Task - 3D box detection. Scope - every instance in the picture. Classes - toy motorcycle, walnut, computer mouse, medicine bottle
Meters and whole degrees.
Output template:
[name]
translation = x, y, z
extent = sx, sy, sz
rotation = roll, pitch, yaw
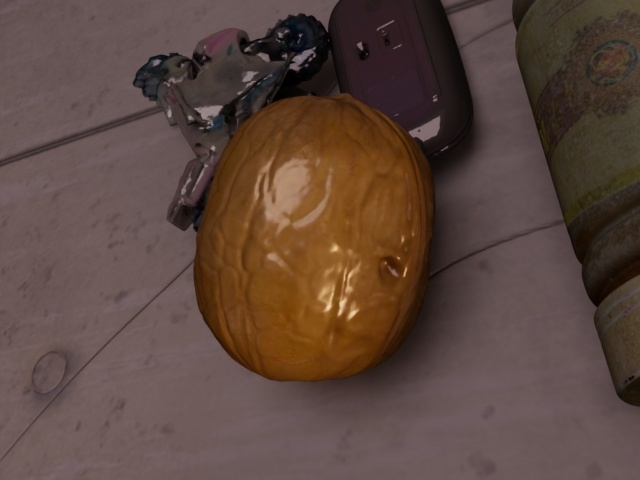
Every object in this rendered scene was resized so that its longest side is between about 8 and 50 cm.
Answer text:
[toy motorcycle]
translation = -0.111, -0.122, 0.774
extent = 0.204, 0.108, 0.239
rotation = 15, 62, 25
[walnut]
translation = 0.000, 0.000, 0.600
extent = 0.193, 0.193, 0.226
rotation = 19, 93, 33
[computer mouse]
translation = 0.071, -0.158, 0.727
extent = 0.120, 0.057, 0.232
rotation = -24, 55, 19
[medicine bottle]
translation = 0.235, -0.062, 0.535
extent = 0.151, 0.151, 0.323
rotation = -18, 59, 19
